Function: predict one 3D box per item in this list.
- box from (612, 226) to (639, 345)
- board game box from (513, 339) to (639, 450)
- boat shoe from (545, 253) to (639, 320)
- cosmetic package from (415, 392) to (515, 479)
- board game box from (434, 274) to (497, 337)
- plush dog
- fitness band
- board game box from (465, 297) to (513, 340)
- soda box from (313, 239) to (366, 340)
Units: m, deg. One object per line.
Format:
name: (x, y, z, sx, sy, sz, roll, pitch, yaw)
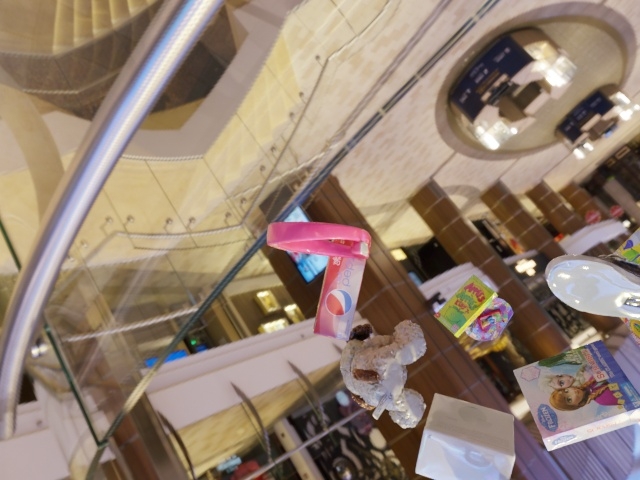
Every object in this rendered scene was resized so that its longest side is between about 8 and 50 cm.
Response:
box: (1.043, 0.128, 1.613, 0.177, 0.289, 0.279, 7, 134, -16)
board game box: (0.839, 0.498, 1.765, 0.318, 0.065, 0.318, -25, -156, 13)
boat shoe: (0.580, 0.079, 1.059, 0.307, 0.105, 0.113, 11, 121, -4)
cosmetic package: (0.390, 0.543, 1.436, 0.225, 0.224, 0.138, -19, 120, -70)
board game box: (0.456, 0.205, 1.687, 0.181, 0.092, 0.043, -47, 145, 3)
plush dog: (0.127, 0.329, 1.353, 0.211, 0.262, 0.225, 4, 173, -26)
fitness band: (0.000, 0.000, 1.154, 0.209, 0.054, 0.291, 5, 174, 11)
board game box: (0.559, 0.269, 1.770, 0.033, 0.133, 0.168, -96, -153, -66)
soda box: (0.052, 0.108, 1.329, 0.083, 0.092, 0.263, 106, -4, -86)
